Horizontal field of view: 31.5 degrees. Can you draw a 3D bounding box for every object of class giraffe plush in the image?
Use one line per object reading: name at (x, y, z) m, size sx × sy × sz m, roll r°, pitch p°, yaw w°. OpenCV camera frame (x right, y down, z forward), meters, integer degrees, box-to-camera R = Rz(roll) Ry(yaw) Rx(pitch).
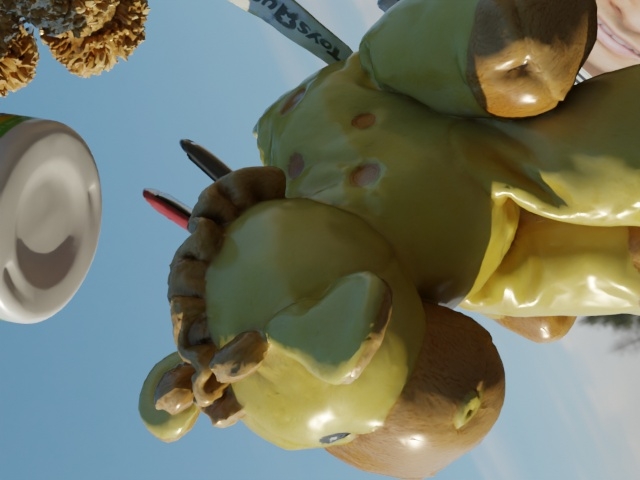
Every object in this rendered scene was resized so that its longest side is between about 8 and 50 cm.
giraffe plush at (0.024, 0.006, 0.403) m, size 0.181 × 0.210 × 0.170 m, roll 104°, pitch -168°, yaw -53°

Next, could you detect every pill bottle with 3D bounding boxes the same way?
pill bottle at (-0.289, -0.029, 0.783) m, size 0.136 × 0.245 × 0.136 m, roll 9°, pitch -90°, yaw -71°

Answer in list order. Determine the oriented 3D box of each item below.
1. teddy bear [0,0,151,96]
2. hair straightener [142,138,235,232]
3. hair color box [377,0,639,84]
teddy bear at (-0.215, -0.193, 0.733) m, size 0.338 × 0.245 × 0.113 m, roll 115°, pitch 149°, yaw -59°
hair straightener at (0.000, 0.000, 0.746) m, size 0.230 × 0.089 × 0.047 m, roll 34°, pitch -176°, yaw 2°
hair color box at (0.186, -0.159, 0.632) m, size 0.185 × 0.114 × 0.374 m, roll 39°, pitch 167°, yaw -10°
